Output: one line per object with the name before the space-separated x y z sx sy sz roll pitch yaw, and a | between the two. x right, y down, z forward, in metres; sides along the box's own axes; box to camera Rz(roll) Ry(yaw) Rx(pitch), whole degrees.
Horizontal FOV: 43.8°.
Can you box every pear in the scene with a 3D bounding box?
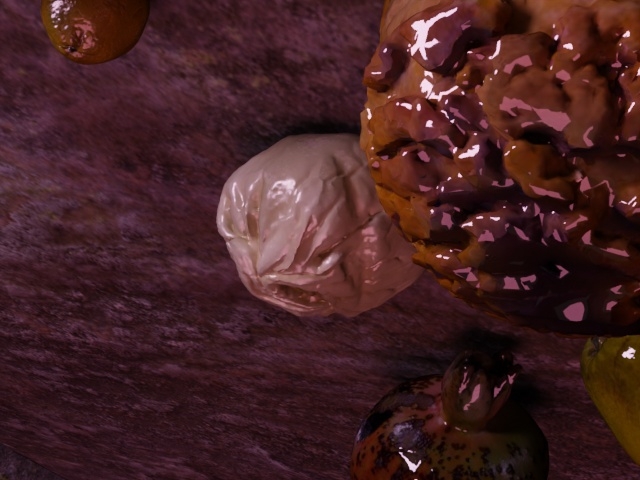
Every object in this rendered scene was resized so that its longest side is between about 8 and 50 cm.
pear | 0.396 0.159 0.797 0.269 0.212 0.212 31 151 6

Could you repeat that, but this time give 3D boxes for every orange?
orange | -0.179 -0.183 0.631 0.085 0.095 0.085 15 145 11

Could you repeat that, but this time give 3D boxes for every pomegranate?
pomegranate | 0.186 0.280 1.099 0.284 0.285 0.341 12 124 9

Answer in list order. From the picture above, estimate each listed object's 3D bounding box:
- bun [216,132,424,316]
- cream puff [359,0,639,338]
bun | 0.000 0.000 0.804 0.229 0.145 0.229 14 148 9
cream puff | 0.167 -0.055 0.533 0.327 0.231 0.343 26 150 -22
